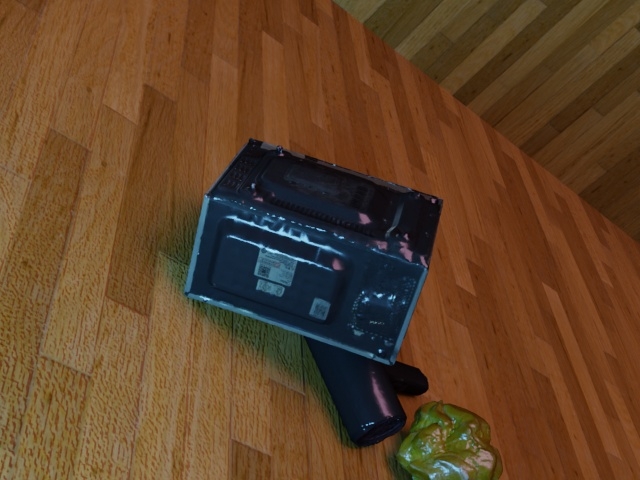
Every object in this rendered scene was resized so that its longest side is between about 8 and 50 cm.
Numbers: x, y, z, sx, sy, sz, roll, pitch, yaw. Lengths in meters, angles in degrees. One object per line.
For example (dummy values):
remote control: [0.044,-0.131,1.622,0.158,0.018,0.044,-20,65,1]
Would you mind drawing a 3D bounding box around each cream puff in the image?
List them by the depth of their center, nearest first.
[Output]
cream puff: [0.181,0.294,1.209,0.156,0.121,0.156,35,32,-26]

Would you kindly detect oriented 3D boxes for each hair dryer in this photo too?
hair dryer: [0.093,0.200,1.264,0.251,0.089,0.197,20,38,-52]

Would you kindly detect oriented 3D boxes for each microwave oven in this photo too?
microwave oven: [0.000,0.000,1.158,0.295,0.181,0.237,19,28,4]
